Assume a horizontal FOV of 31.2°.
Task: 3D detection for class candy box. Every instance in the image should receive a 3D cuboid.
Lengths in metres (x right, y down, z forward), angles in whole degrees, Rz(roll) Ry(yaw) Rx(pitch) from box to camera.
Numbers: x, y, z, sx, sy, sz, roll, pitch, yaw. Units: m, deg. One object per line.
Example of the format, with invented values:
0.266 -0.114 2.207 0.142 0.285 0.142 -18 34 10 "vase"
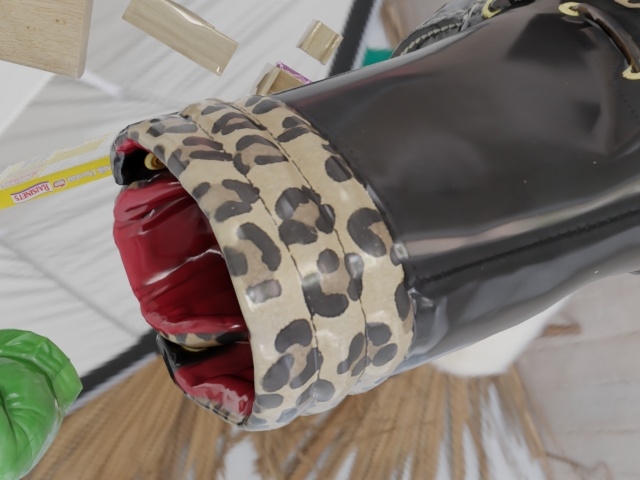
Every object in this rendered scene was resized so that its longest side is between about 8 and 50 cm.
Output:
-0.283 -0.086 1.315 0.105 0.206 0.027 -78 -31 -62 "candy box"

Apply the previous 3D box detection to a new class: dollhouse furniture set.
-0.076 -0.352 1.459 0.303 0.286 0.198 -59 13 5 "dollhouse furniture set"
-0.158 -0.191 0.744 0.123 0.151 0.144 16 105 20 "dollhouse furniture set"

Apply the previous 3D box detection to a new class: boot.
0.042 -0.038 0.540 0.377 0.284 0.138 -149 44 -63 "boot"

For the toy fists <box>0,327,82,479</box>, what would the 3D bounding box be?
-0.303 0.124 0.756 0.142 0.279 0.096 -66 -33 -53 "toy fists"
